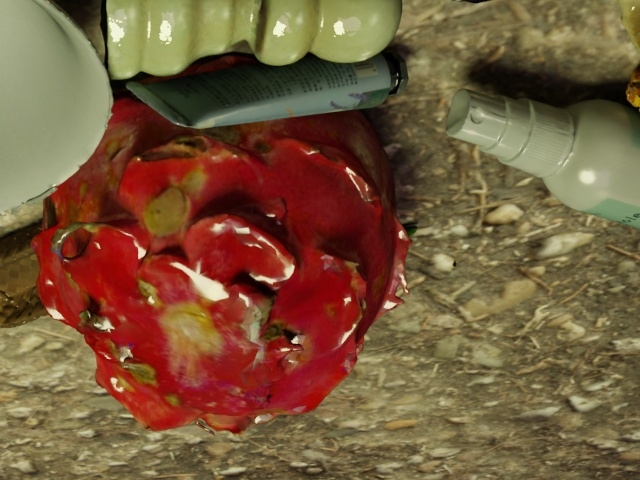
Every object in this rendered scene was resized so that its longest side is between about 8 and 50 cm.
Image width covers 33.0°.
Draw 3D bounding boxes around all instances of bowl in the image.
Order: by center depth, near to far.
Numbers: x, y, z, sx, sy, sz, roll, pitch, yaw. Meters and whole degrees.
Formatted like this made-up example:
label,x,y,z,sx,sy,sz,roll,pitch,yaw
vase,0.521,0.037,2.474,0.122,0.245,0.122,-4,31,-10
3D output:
label,x,y,z,sx,sy,sz,roll,pitch,yaw
bowl,-0.340,-0.158,0.831,0.345,0.157,0.346,-10,151,-6

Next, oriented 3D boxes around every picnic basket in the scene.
label,x,y,z,sx,sy,sz,roll,pitch,yaw
picnic basket,-0.311,0.032,1.182,0.193,0.055,0.110,-21,140,20

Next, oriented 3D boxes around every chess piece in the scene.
label,x,y,z,sx,sy,sz,roll,pitch,yaw
chess piece,-0.054,-0.194,0.870,0.243,0.133,0.133,-2,143,-13

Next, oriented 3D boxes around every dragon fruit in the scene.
label,x,y,z,sx,sy,sz,roll,pitch,yaw
dragon fruit,-0.088,0.037,1.026,0.370,0.249,0.386,3,126,-10

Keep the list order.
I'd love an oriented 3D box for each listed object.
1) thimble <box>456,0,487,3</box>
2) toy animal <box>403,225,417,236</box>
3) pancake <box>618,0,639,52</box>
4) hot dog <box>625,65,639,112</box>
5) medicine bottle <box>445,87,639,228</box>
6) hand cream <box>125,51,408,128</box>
label,x,y,z,sx,sy,sz,roll,pitch,yaw
thimble,0.108,-0.281,0.700,0.237,0.150,0.237,-20,149,-13
toy animal,-0.003,0.011,1.195,0.216,0.041,0.075,-1,141,-11
pancake,0.420,-0.246,0.861,0.386,0.082,0.387,-6,146,-4
hot dog,0.363,-0.124,1.023,0.165,0.071,0.045,13,137,-19
medicine bottle,0.281,-0.077,1.045,0.351,0.110,0.110,14,139,-21
hand cream,-0.034,-0.132,0.919,0.256,0.088,0.055,-12,128,-35
